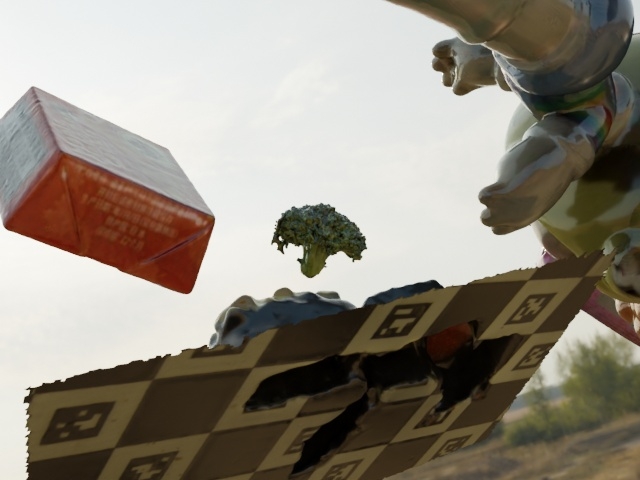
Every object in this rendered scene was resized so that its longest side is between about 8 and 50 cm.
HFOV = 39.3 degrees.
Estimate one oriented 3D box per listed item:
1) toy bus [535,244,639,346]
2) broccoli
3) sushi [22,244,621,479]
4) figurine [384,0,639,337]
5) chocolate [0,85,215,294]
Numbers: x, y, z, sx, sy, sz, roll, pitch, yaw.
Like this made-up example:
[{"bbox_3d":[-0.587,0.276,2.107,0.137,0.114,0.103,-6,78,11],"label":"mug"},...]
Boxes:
[{"bbox_3d":[0.411,0.051,1.114,0.147,0.302,0.127,-58,-9,14],"label":"toy bus"},{"bbox_3d":[0.000,0.000,1.098,0.095,0.092,0.097,26,18,37],"label":"broccoli"},{"bbox_3d":[-0.003,0.069,0.424,0.279,0.043,0.193,-13,-37,-27],"label":"sushi"},{"bbox_3d":[0.182,-0.068,0.508,0.205,0.225,0.381,-39,-35,25],"label":"figurine"},{"bbox_3d":[-0.256,-0.063,1.045,0.234,0.237,0.108,24,-73,-34],"label":"chocolate"}]
